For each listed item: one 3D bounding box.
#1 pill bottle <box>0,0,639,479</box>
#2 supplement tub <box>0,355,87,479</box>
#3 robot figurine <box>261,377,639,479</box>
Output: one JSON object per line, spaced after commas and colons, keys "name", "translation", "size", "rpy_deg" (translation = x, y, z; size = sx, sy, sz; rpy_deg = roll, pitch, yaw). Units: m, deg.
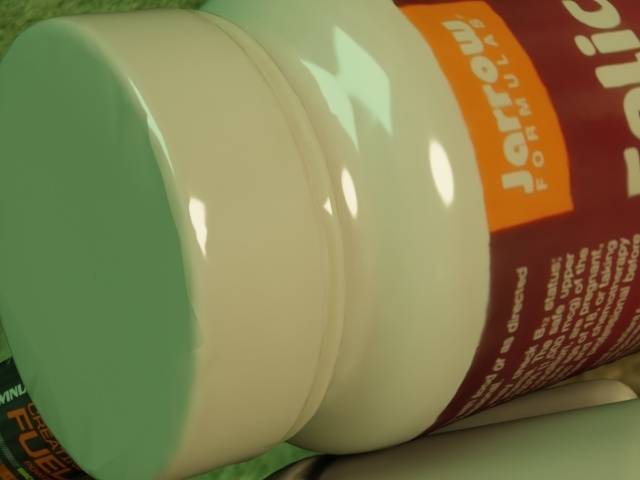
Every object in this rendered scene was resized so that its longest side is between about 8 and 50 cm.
{"name": "pill bottle", "translation": [0.055, -0.027, 0.556], "size": [0.392, 0.224, 0.224], "rpy_deg": [-13, 27, -37]}
{"name": "supplement tub", "translation": [-0.177, 0.116, 0.833], "size": [0.198, 0.106, 0.106], "rpy_deg": [-29, 43, 13]}
{"name": "robot figurine", "translation": [0.082, 0.186, 0.514], "size": [0.353, 0.200, 0.300], "rpy_deg": [-15, 31, 28]}
